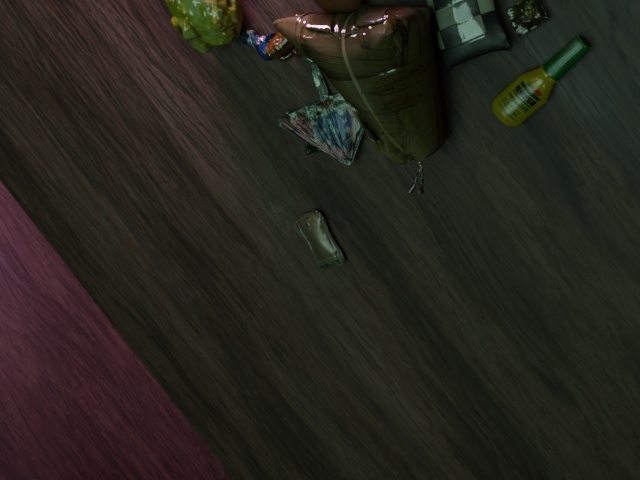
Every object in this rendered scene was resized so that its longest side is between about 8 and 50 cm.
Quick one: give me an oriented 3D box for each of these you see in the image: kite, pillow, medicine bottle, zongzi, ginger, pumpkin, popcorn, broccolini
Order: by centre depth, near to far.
[{"bbox_3d":[0.493,-0.538,1.377,0.083,0.054,0.074,-27,102,35],"label":"pumpkin"},{"bbox_3d":[0.540,-0.390,1.419,0.095,0.064,0.260,48,130,3],"label":"medicine bottle"},{"bbox_3d":[0.352,-0.562,1.424,0.186,0.106,0.249,-9,104,37],"label":"pillow"},{"bbox_3d":[0.119,-0.398,1.615,0.467,0.218,0.500,17,137,41],"label":"zongzi"},{"bbox_3d":[-0.080,-0.584,1.706,0.162,0.103,0.073,-38,55,31],"label":"ginger"},{"bbox_3d":[0.023,-0.394,1.758,0.406,0.014,0.368,-17,96,32],"label":"kite"},{"bbox_3d":[-0.352,-0.708,1.762,0.256,0.195,0.255,32,136,-8],"label":"popcorn"},{"bbox_3d":[0.010,-0.340,1.815,0.194,0.054,0.052,-45,67,38],"label":"broccolini"},{"bbox_3d":[0.000,0.000,2.005,0.130,0.033,0.217,-17,104,39],"label":"pillow"}]

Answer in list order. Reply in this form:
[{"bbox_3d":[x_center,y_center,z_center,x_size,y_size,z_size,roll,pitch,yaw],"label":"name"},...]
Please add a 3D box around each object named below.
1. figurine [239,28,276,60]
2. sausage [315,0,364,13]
[{"bbox_3d":[-0.190,-0.602,1.784,0.136,0.077,0.079,17,83,23],"label":"figurine"},{"bbox_3d":[0.002,-0.696,1.497,0.121,0.121,0.304,-6,151,36],"label":"sausage"}]
